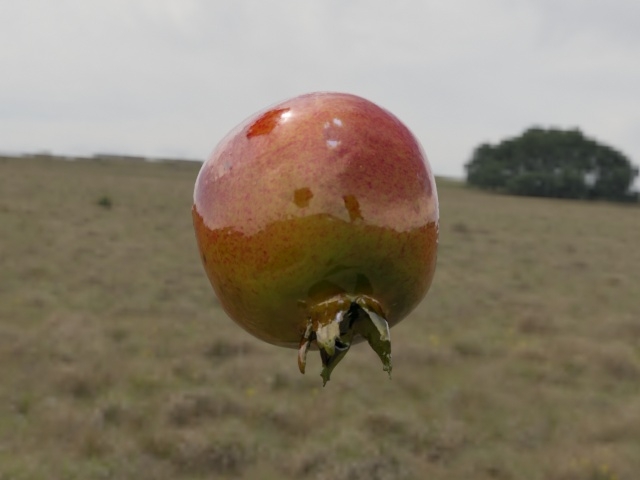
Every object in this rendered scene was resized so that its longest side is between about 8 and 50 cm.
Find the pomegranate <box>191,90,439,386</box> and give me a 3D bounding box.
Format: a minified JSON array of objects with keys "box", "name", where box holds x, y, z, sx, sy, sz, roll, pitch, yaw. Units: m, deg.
[{"box":[0.000,0.000,1.176,0.220,0.257,0.221,-9,-37,-7],"name":"pomegranate"}]
